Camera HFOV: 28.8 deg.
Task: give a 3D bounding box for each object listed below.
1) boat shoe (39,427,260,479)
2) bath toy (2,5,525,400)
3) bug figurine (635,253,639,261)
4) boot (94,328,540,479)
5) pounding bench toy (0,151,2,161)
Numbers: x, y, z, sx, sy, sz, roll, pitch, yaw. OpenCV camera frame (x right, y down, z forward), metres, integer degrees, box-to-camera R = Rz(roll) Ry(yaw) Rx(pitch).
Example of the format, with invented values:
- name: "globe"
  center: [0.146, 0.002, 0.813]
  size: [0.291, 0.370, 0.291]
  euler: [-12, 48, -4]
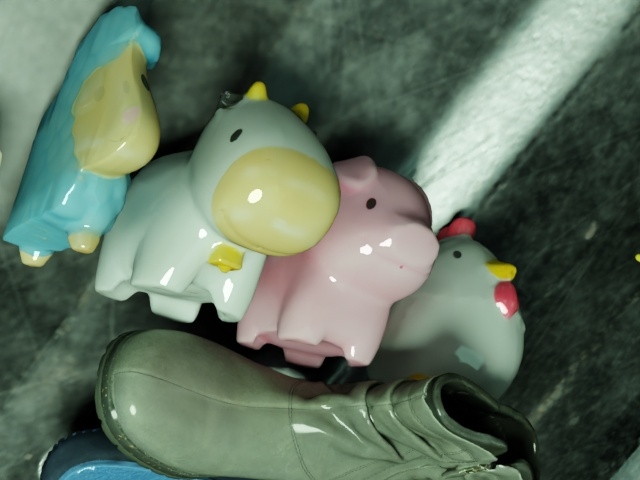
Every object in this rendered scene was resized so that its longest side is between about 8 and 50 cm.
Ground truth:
- name: "boat shoe"
  center: [-0.075, 0.161, 0.810]
  size: [0.109, 0.089, 0.258]
  euler: [-41, 138, 21]
- name: "bath toy"
  center: [0.000, 0.000, 0.716]
  size: [0.348, 0.151, 0.129]
  euler: [27, 68, -38]
- name: "bug figurine"
  center: [0.358, -0.008, 0.856]
  size: [0.279, 0.072, 0.216]
  euler: [29, 96, -17]
- name: "boot"
  center: [0.009, 0.095, 0.704]
  size: [0.161, 0.084, 0.246]
  euler: [-18, 148, 36]
- name: "pounding bench toy"
  center: [-0.188, -0.049, 0.612]
  size: [0.052, 0.065, 0.083]
  euler: [3, 120, -29]
